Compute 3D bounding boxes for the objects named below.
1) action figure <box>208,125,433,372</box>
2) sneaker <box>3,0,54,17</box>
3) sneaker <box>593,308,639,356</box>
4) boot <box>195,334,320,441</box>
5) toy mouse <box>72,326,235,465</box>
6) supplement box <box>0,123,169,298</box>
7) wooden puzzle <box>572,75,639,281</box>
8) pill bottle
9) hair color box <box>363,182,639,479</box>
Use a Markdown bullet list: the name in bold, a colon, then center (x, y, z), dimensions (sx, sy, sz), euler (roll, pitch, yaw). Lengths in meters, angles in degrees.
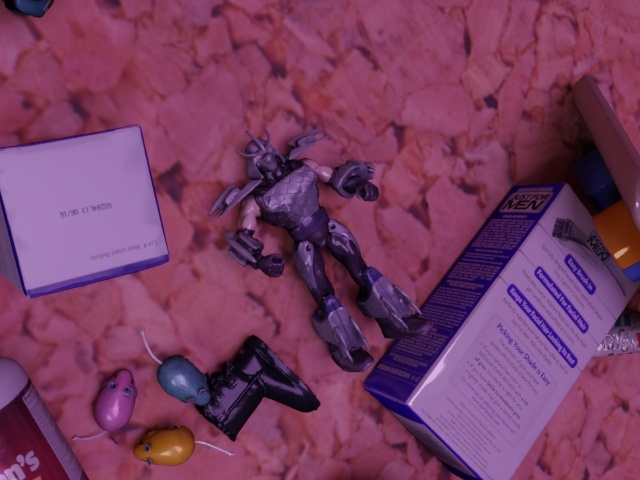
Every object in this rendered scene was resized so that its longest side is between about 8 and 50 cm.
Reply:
- **action figure**: center (0.000, 0.000, 0.865), dimensions (0.185, 0.099, 0.285), euler (-36, 105, -12)
- **sneaker**: center (-0.244, -0.268, 0.718), dimensions (0.302, 0.108, 0.121), euler (-23, 105, -16)
- **sneaker**: center (0.416, 0.130, 1.101), dimensions (0.161, 0.075, 0.057), euler (-8, 97, -27)
- **boot**: center (-0.070, 0.173, 0.867), dimensions (0.121, 0.045, 0.099), euler (47, 70, -15)
- **toy mouse**: center (-0.170, 0.159, 0.802), dimensions (0.160, 0.031, 0.143), euler (-4, 93, -9)
- **supplement box**: center (-0.221, -0.029, 0.677), dimensions (0.111, 0.220, 0.114), euler (-15, 99, -27)
- **wooden puzzle**: center (0.414, -0.004, 1.008), dimensions (0.080, 0.322, 0.348), euler (-30, 115, 22)
- **pill bottle**: center (-0.296, 0.181, 0.706), dimensions (0.121, 0.121, 0.221), euler (-31, 107, -23)
- **hair color box**: center (0.230, 0.112, 0.986), dimensions (0.185, 0.110, 0.339), euler (47, 74, -21)
